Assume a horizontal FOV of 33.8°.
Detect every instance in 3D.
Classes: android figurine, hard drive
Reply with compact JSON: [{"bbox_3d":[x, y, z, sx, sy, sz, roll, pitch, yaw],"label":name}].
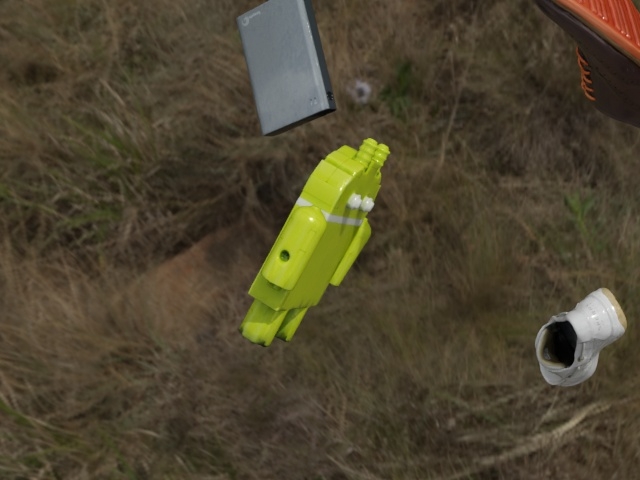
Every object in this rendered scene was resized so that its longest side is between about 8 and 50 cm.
[{"bbox_3d":[0.000,0.000,1.253,0.056,0.248,0.273,32,96,14],"label":"android figurine"},{"bbox_3d":[-0.037,-0.189,1.116,0.094,0.022,0.135,-18,82,38],"label":"hard drive"}]

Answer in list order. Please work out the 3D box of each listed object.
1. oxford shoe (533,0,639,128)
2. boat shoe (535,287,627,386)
[{"bbox_3d":[0.289,-0.174,1.044,0.098,0.271,0.097,-37,33,36],"label":"oxford shoe"},{"bbox_3d":[0.365,0.158,1.588,0.096,0.277,0.098,-21,65,-15],"label":"boat shoe"}]
